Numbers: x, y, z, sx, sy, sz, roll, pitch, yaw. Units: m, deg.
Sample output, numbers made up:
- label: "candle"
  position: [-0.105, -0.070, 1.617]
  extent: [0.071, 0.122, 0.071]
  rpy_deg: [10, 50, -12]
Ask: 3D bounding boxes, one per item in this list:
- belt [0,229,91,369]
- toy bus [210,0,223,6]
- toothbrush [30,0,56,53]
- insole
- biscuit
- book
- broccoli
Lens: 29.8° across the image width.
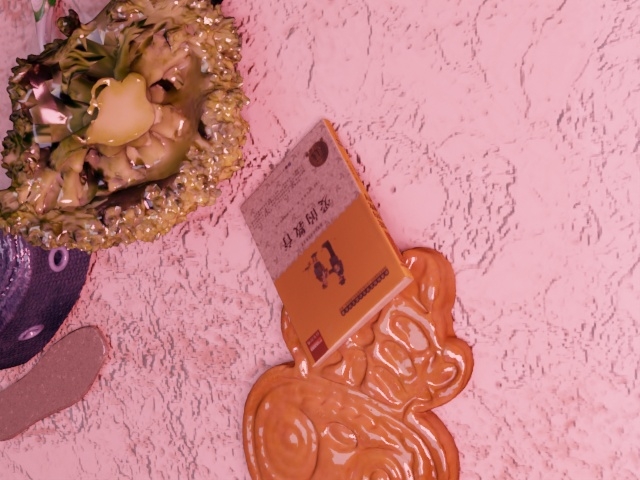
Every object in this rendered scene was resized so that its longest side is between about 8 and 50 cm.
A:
- label: "belt"
  position: [-0.318, 0.047, 1.140]
  extent: [0.122, 0.128, 0.218]
  rpy_deg: [49, 118, 17]
- label: "toy bus"
  position: [-0.131, -0.199, 1.058]
  extent: [0.110, 0.031, 0.043]
  rpy_deg: [-32, 75, 28]
- label: "toothbrush"
  position: [-0.264, -0.244, 1.137]
  extent: [0.030, 0.030, 0.304]
  rpy_deg: [-9, 90, 32]
- label: "insole"
  position: [-0.271, 0.145, 1.190]
  extent: [0.192, 0.010, 0.063]
  rpy_deg: [-36, 75, 30]
- label: "biscuit"
  position: [0.031, 0.137, 0.987]
  extent: [0.202, 0.044, 0.288]
  rpy_deg: [24, 109, 28]
- label: "book"
  position: [0.000, 0.000, 0.977]
  extent: [0.118, 0.012, 0.172]
  rpy_deg: [-46, 53, 27]
- label: "broccoli"
  position: [-0.167, -0.093, 0.994]
  extent: [0.198, 0.226, 0.176]
  rpy_deg: [55, 146, 4]
